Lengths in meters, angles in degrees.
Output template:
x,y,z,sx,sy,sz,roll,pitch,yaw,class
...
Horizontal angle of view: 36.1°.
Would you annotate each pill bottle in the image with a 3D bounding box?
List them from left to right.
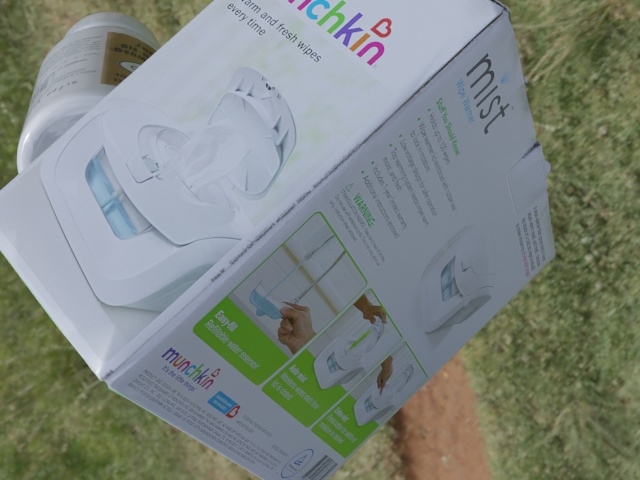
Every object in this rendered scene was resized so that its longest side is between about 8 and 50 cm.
x,y,z,sx,sy,sz,roll,pitch,yaw,class
-0.190,-0.117,0.876,0.229,0.131,0.131,-104,10,-56,pill bottle

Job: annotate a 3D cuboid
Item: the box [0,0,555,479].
x,y,z,sx,sy,sz,roll,pitch,yaw,class
0.000,0.000,0.531,0.127,0.231,0.262,43,175,30,box
